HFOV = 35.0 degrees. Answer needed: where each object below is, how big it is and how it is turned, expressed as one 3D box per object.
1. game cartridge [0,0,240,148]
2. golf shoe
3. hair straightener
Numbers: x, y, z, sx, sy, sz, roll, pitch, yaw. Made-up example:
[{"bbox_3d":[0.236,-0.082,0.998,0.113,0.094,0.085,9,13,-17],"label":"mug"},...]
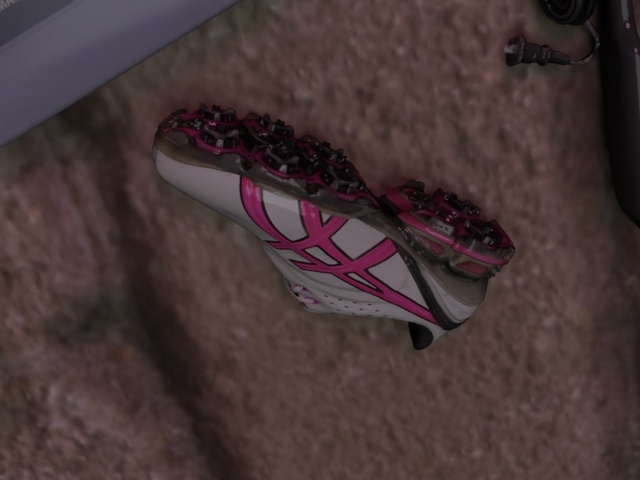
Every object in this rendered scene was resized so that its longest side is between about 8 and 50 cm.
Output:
[{"bbox_3d":[-0.135,-0.150,0.403,0.297,0.062,0.198,-29,112,7],"label":"game cartridge"},{"bbox_3d":[0.000,0.000,0.488,0.186,0.067,0.086,23,113,-18],"label":"golf shoe"},{"bbox_3d":[0.126,-0.105,0.463,0.089,0.047,0.231,-20,117,2],"label":"hair straightener"}]
